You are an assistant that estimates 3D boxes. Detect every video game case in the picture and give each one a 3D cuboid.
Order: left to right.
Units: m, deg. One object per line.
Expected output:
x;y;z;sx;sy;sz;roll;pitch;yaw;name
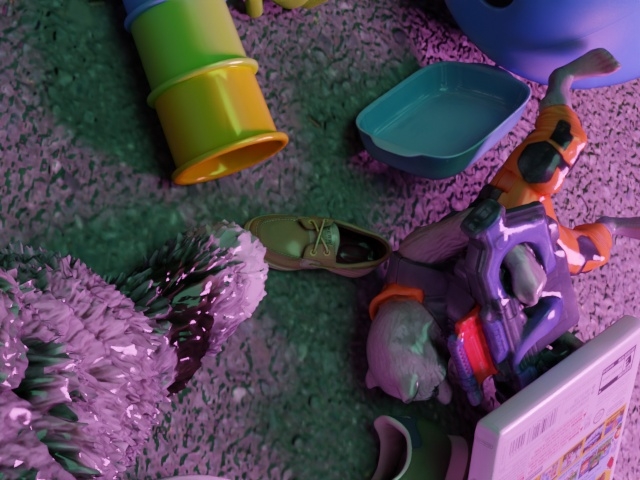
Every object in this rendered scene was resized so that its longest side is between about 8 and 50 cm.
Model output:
0.191;0.191;1.021;0.227;0.026;0.206;-26;131;-43;video game case

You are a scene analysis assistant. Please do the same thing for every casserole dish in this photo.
0.112;-0.107;1.095;0.188;0.114;0.037;-39;140;-42;casserole dish

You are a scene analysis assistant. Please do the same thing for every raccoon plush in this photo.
-0.133;0.046;0.695;0.216;0.299;0.446;53;49;-12;raccoon plush

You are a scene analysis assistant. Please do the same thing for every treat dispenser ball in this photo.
0.248;-0.286;1.139;0.288;0.288;0.288;15;66;-36;treat dispenser ball

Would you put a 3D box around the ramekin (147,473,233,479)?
-0.056;0.284;0.775;0.273;0.127;0.272;12;72;-40;ramekin

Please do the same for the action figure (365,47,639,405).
0.163;0.040;1.062;0.330;0.179;0.341;-39;135;-28;action figure

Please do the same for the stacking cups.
-0.128;-0.202;0.938;0.096;0.096;0.316;-18;83;-42;stacking cups

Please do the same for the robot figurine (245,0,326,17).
-0.040;-0.240;1.030;0.115;0.067;0.101;24;73;-32;robot figurine

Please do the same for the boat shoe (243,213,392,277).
0.000;0.000;0.993;0.135;0.045;0.050;7;70;-38;boat shoe

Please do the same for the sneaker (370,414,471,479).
0.055;0.224;0.955;0.086;0.064;0.192;30;57;-20;sneaker
